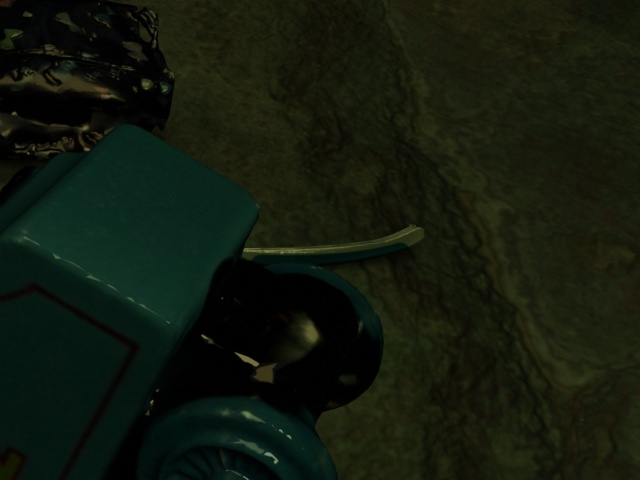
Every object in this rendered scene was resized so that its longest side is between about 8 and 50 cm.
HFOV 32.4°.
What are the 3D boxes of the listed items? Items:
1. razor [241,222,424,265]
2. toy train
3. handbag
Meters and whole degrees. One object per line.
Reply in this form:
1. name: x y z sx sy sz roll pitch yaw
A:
1. razor: 0.000 0.004 0.953 0.191 0.037 0.068 0 6 -18
2. toy train: -0.126 0.110 0.651 0.265 0.300 0.188 30 33 -2
3. handbag: -0.262 -0.139 0.974 0.260 0.113 0.162 1 41 -11
